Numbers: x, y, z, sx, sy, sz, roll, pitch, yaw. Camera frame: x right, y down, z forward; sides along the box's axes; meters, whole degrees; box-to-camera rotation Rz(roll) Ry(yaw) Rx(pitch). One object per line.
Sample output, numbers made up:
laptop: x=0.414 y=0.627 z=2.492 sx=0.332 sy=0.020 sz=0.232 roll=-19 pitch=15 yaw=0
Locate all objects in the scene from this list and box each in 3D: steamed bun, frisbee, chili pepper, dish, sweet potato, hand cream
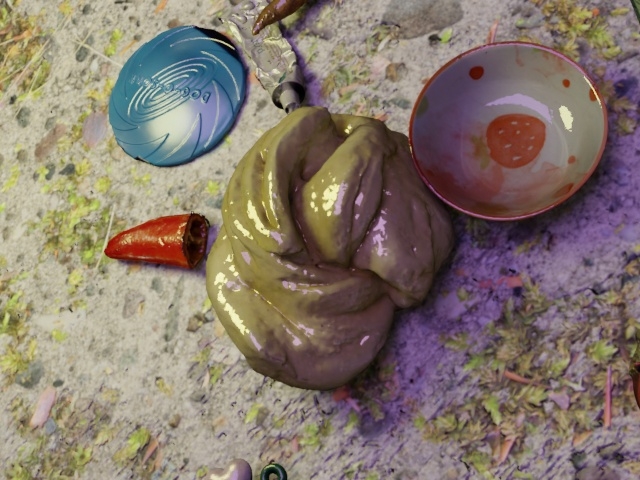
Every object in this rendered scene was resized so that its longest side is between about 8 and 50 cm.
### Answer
steamed bun: x=-0.001 y=-0.005 z=1.688 sx=0.372 sy=0.230 sz=0.325 roll=-46 pitch=63 yaw=0
frisbee: x=-0.231 y=-0.232 z=1.976 sx=0.242 sy=0.045 sz=0.242 roll=-7 pitch=69 yaw=20
chili pepper: x=-0.254 y=0.007 z=1.890 sx=0.169 sy=0.065 sz=0.088 roll=-6 pitch=53 yaw=27
dish: x=0.252 y=-0.134 z=1.695 sx=0.260 sy=0.085 sz=0.260 roll=-4 pitch=69 yaw=11
sweet potato: x=-0.026 y=-0.394 z=1.923 sx=0.068 sy=0.068 sz=0.226 roll=28 pitch=74 yaw=29
hand cream: x=-0.077 y=-0.280 z=1.923 sx=0.084 sy=0.050 sz=0.257 roll=-34 pitch=52 yaw=8

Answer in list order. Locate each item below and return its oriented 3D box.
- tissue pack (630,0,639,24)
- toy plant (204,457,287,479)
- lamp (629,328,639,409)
tissue pack: x=0.478 y=-0.321 z=1.572 sx=0.185 sy=0.257 sz=0.081 roll=-48 pitch=58 yaw=2
toy plant: x=-0.087 y=0.406 z=1.634 sx=0.232 sy=0.112 sz=0.243 roll=36 pitch=93 yaw=25
lamp: x=0.455 y=0.185 z=1.459 sx=0.151 sy=0.215 sz=0.223 roll=-44 pitch=36 yaw=19
